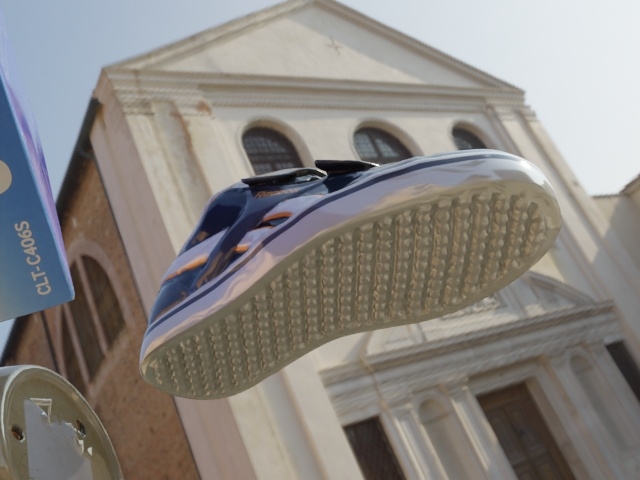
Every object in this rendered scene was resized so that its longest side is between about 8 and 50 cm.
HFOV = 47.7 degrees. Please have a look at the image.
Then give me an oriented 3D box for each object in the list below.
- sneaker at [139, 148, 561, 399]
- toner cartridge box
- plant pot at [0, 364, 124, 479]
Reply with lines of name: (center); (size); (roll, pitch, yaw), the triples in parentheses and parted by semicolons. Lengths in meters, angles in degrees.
sneaker: (0.000, 0.000, 0.505); (0.321, 0.128, 0.126); (-25, -47, 27)
toner cartridge box: (-0.228, -0.099, 0.452); (0.075, 0.348, 0.165); (-18, -61, -16)
plant pot: (-0.267, 0.194, 0.431); (0.273, 0.257, 0.256); (-27, -24, 3)
